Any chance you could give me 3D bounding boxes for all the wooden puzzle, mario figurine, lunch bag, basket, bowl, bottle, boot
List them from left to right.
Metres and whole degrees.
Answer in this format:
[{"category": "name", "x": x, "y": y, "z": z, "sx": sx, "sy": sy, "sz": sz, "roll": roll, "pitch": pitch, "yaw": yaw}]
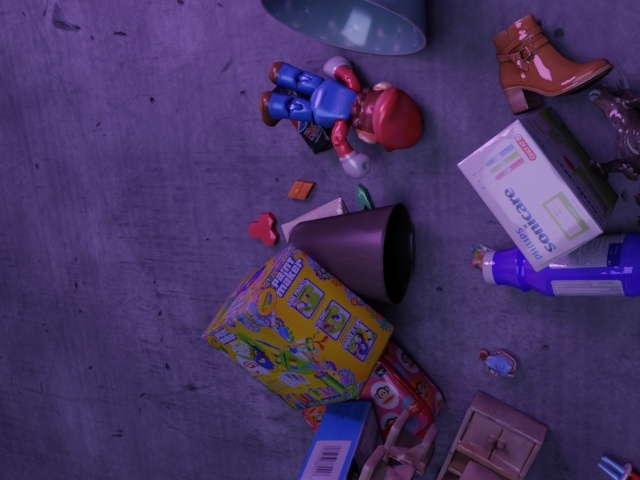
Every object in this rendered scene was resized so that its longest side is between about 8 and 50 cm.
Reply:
[{"category": "mario figurine", "x": 0.048, "y": -0.250, "z": 1.292, "sx": 0.321, "sy": 0.170, "sz": 0.198, "roll": 19, "pitch": 121, "yaw": 13}, {"category": "basket", "x": 0.058, "y": 0.023, "z": 1.330, "sx": 0.227, "sy": 0.154, "sz": 0.204, "roll": 2, "pitch": 85, "yaw": 30}, {"category": "bowl", "x": 0.060, "y": -0.464, "z": 1.153, "sx": 0.312, "sy": 0.311, "sz": 0.163, "roll": 15, "pitch": 91, "yaw": 25}, {"category": "lunch bag", "x": 0.126, "y": 0.387, "z": 1.449, "sx": 0.258, "sy": 0.120, "sz": 0.293, "roll": 46, "pitch": 123, "yaw": 6}, {"category": "wooden puzzle", "x": 0.332, "y": 0.037, "z": 1.287, "sx": 0.083, "sy": 0.006, "sz": 0.049, "roll": 25, "pitch": 115, "yaw": 21}, {"category": "boot", "x": 0.385, "y": -0.315, "z": 1.096, "sx": 0.197, "sy": 0.073, "sz": 0.152, "roll": -16, "pitch": 90, "yaw": 47}, {"category": "bottle", "x": 0.438, "y": 0.046, "z": 1.161, "sx": 0.283, "sy": 0.118, "sz": 0.092, "roll": -4, "pitch": 121, "yaw": 36}]

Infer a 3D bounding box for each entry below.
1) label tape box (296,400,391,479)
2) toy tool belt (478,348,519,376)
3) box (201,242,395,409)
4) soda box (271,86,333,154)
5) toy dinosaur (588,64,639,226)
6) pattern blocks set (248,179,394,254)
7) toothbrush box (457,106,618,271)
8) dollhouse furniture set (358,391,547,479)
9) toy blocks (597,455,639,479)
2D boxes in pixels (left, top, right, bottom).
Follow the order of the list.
[{"category": "label tape box", "x": 0.073, "y": 0.539, "z": 1.330, "sx": 0.106, "sy": 0.240, "sz": 0.333, "roll": -7, "pitch": 115, "yaw": 22}, {"category": "toy tool belt", "x": 0.357, "y": 0.250, "z": 1.308, "sx": 0.083, "sy": 0.051, "sz": 0.052, "roll": 21, "pitch": 114, "yaw": 24}, {"category": "box", "x": -0.056, "y": 0.193, "z": 1.345, "sx": 0.279, "sy": 0.177, "sz": 0.290, "roll": 40, "pitch": 149, "yaw": -11}, {"category": "soda box", "x": -0.030, "y": -0.268, "z": 1.372, "sx": 0.053, "sy": 0.060, "sz": 0.169, "roll": -39, "pitch": 84, "yaw": 33}, {"category": "toy dinosaur", "x": 0.549, "y": -0.125, "z": 1.043, "sx": 0.160, "sy": 0.121, "sz": 0.313, "roll": -43, "pitch": 96, "yaw": -7}, {"category": "pattern blocks set", "x": 0.000, "y": 0.000, "z": 1.455, "sx": 0.325, "sy": 0.026, "sz": 0.285, "roll": -33, "pitch": 87, "yaw": 32}, {"category": "toothbrush box", "x": 0.369, "y": -0.096, "z": 1.063, "sx": 0.122, "sy": 0.283, "sz": 0.206, "roll": -38, "pitch": 83, "yaw": 33}, {"category": "dollhouse furniture set", "x": 0.277, "y": 0.510, "z": 1.224, "sx": 0.362, "sy": 0.394, "sz": 0.256, "roll": 25, "pitch": 116, "yaw": 19}, {"category": "toy blocks", "x": 0.589, "y": 0.495, "z": 1.246, "sx": 0.148, "sy": 0.054, "sz": 0.123, "roll": 36, "pitch": 119, "yaw": 16}]
